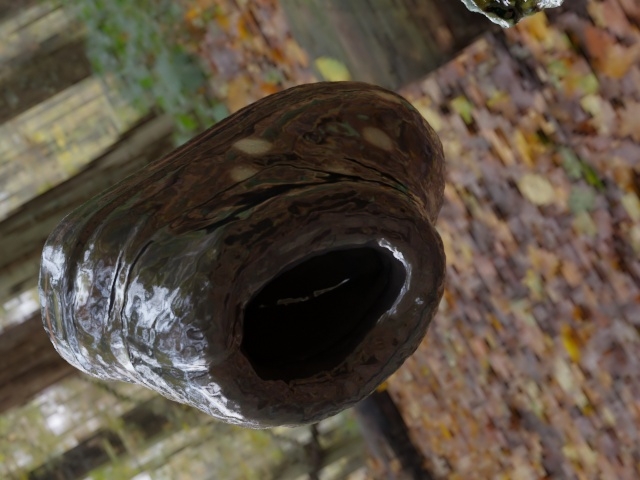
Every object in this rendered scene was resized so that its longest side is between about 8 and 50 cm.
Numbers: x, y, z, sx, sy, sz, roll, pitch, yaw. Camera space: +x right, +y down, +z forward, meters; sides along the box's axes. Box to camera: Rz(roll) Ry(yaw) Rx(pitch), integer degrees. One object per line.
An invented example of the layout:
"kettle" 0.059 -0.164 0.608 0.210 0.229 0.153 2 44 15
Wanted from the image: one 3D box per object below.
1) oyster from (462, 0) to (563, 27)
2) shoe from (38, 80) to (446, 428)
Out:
"oyster" 0.112 -0.198 0.729 0.125 0.177 0.064 18 -165 -35
"shoe" 0.000 0.000 1.071 0.237 0.384 0.171 16 122 42
